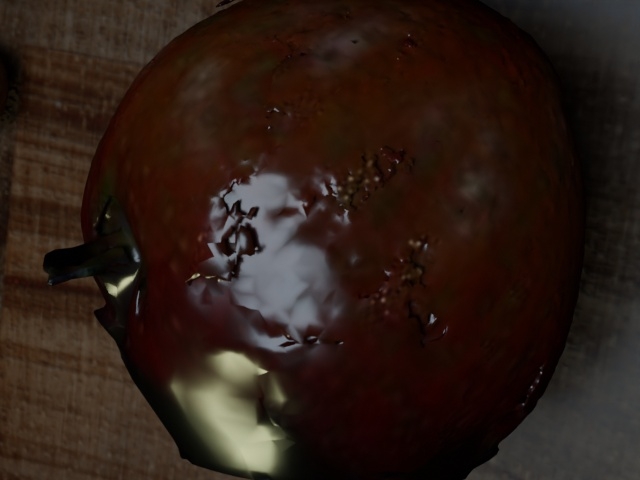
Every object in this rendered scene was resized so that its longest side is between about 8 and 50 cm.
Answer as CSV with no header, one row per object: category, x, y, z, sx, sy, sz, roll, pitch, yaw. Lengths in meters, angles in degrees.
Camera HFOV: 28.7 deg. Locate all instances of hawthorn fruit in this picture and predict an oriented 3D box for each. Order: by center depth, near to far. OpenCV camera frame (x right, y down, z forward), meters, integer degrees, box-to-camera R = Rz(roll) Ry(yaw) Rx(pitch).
hawthorn fruit,0.016,0.001,0.724,0.316,0.316,0.316,4,98,27

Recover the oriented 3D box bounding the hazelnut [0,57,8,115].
hazelnut,-0.284,-0.120,0.975,0.086,0.086,0.086,4,98,27
